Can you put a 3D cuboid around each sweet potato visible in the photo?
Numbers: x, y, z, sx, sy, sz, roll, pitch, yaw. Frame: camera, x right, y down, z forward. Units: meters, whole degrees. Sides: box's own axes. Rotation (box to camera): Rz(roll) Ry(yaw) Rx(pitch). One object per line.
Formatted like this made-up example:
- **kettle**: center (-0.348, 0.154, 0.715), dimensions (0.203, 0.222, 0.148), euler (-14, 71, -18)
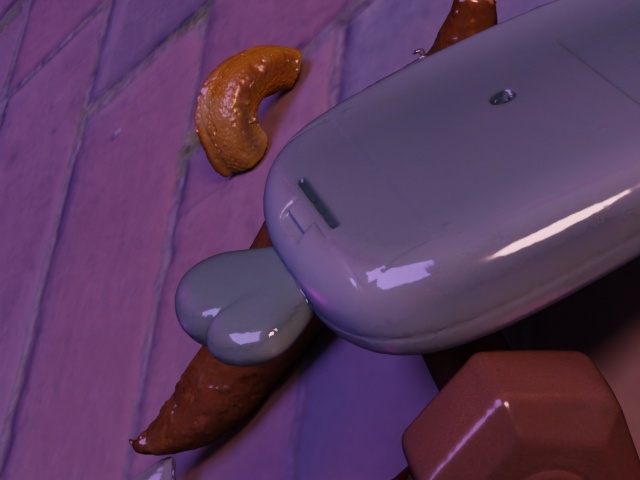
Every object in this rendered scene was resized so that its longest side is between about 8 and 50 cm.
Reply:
- **sweet potato**: center (0.000, 0.000, 0.929), dimensions (0.314, 0.066, 0.072), euler (-49, 20, 20)

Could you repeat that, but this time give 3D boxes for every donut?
- **donut**: center (-0.039, -0.087, 1.137), dimensions (0.083, 0.067, 0.038), euler (-30, 11, -21)

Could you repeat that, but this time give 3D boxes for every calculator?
- **calculator**: center (0.075, -0.035, 0.731), dimensions (0.299, 0.041, 0.185), euler (-27, 30, -4)

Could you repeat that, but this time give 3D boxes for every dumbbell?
- **dumbbell**: center (0.060, 0.046, 0.748), dimensions (0.082, 0.092, 0.231), euler (-25, 30, 1)

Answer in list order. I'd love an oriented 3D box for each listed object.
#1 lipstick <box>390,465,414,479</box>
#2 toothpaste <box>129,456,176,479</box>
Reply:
- **lipstick**: center (0.000, 0.146, 0.803), dimensions (0.176, 0.027, 0.027), euler (-43, 28, 22)
- **toothpaste**: center (-0.152, 0.188, 1.005), dimensions (0.218, 0.041, 0.064), euler (-33, 44, 34)
